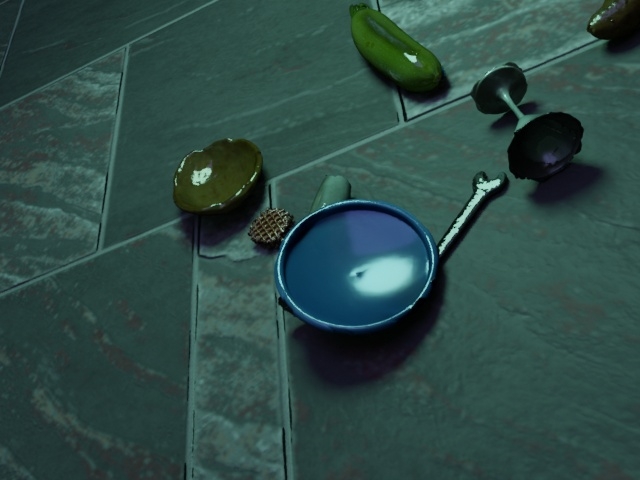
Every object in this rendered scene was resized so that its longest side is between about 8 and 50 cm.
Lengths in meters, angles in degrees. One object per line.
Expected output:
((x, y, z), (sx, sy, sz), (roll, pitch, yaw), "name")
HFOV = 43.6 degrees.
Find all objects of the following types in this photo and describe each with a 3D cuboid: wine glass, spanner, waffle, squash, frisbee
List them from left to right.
((-0.082, -0.021, 1.371), (0.083, 0.029, 0.075), (5, 60, 32), "waffle")
((0.000, 0.000, 1.276), (0.074, 0.074, 0.262), (-6, 49, 29), "wine glass")
((0.053, 0.041, 1.179), (0.242, 0.045, 0.242), (-4, 52, 5), "frisbee")
((0.119, -0.366, 1.496), (0.094, 0.094, 0.341), (-36, 46, 1), "squash")
((0.197, -0.010, 1.194), (0.054, 0.015, 0.254), (24, 69, 41), "spanner")
((0.304, -0.188, 1.209), (0.122, 0.122, 0.183), (-29, 42, 9), "wine glass")

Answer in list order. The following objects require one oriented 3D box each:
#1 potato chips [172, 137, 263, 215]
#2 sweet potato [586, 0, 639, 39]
((-0.190, -0.109, 1.491), (0.208, 0.062, 0.195), (10, 55, 39), "potato chips")
((0.526, -0.465, 1.314), (0.114, 0.092, 0.341), (-11, 46, 47), "sweet potato")
